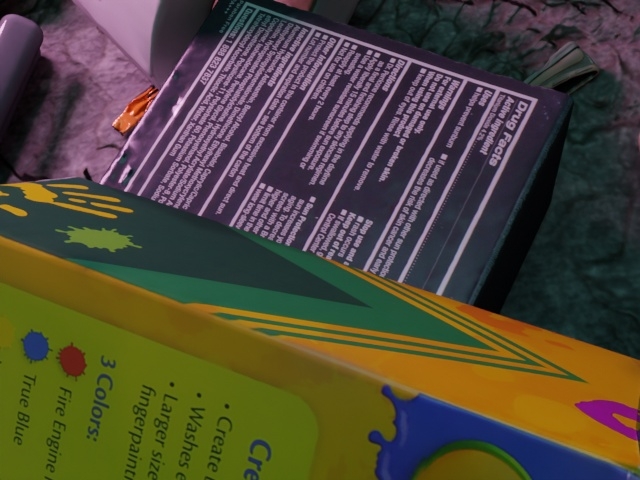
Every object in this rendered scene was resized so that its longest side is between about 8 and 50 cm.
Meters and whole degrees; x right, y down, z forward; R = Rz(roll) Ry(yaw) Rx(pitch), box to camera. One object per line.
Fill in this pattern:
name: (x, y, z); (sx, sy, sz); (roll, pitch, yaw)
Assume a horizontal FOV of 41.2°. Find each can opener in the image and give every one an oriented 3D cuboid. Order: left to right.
can opener: (-0.326, -0.088, 0.854); (0.095, 0.076, 0.283); (22, 67, -15)

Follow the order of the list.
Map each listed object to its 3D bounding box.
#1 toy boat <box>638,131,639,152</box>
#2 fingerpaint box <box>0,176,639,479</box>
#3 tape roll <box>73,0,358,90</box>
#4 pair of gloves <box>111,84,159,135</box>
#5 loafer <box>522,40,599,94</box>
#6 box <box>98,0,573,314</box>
toy boat: (0.393, -0.147, 0.692); (0.267, 0.148, 0.318); (-3, 65, 9)
fingerpaint box: (-0.067, 0.226, 0.484); (0.371, 0.163, 0.444); (17, 104, 18)
tape roll: (-0.097, -0.258, 0.781); (0.246, 0.246, 0.169); (-40, 65, -9)
pair of gloves: (-0.162, -0.120, 0.859); (0.083, 0.010, 0.074); (39, 76, 21)
loafer: (0.205, -0.133, 0.780); (0.125, 0.045, 0.039); (-43, 72, -13)
box: (0.000, 0.000, 0.677); (0.294, 0.183, 0.296); (23, 73, 20)
